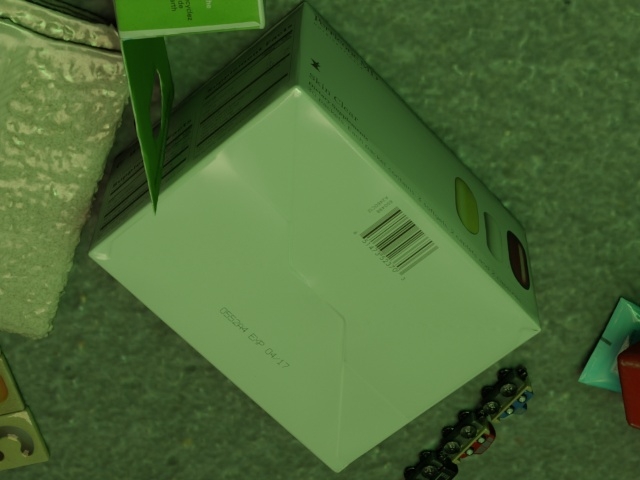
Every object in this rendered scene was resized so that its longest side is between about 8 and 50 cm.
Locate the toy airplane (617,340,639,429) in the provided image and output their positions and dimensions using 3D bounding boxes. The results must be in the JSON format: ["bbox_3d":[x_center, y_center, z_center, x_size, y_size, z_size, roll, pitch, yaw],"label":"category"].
[{"bbox_3d":[0.457,0.087,1.181,0.384,0.272,0.386,36,124,8],"label":"toy airplane"}]

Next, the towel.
[{"bbox_3d":[-0.255,-0.059,1.229,0.187,0.049,0.282,17,117,-8],"label":"towel"}]

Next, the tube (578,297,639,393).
[{"bbox_3d":[0.321,0.117,1.334,0.207,0.052,0.080,21,105,-6],"label":"tube"}]

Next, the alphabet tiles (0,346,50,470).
[{"bbox_3d":[-0.418,0.153,1.386,0.343,0.011,0.285,-12,120,8],"label":"alphabet tiles"}]

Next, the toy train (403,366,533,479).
[{"bbox_3d":[0.127,0.164,1.375,0.036,0.027,0.158,30,117,-20],"label":"toy train"}]

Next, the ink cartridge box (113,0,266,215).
[{"bbox_3d":[-0.080,-0.175,1.083,0.097,0.188,0.255,-5,122,2],"label":"ink cartridge box"}]

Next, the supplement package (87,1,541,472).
[{"bbox_3d":[0.000,0.000,1.210,0.204,0.145,0.262,-37,114,21],"label":"supplement package"}]
